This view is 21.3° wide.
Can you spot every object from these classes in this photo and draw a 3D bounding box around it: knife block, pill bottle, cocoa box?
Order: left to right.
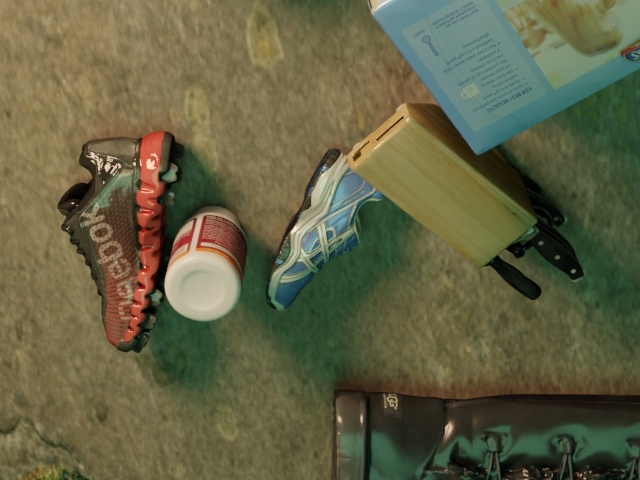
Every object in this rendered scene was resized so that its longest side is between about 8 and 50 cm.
[{"bbox_3d":[-0.127,0.021,1.928,0.086,0.152,0.086,1,117,2],"label":"pill bottle"},{"bbox_3d":[0.172,-0.033,1.845,0.088,0.276,0.242,-42,78,20],"label":"knife block"},{"bbox_3d":[0.231,-0.295,1.681,0.347,0.228,0.231,-28,130,16],"label":"cocoa box"}]

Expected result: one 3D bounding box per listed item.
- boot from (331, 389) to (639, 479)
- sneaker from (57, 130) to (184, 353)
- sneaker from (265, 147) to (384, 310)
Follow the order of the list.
[{"bbox_3d":[0.235,0.350,2.093,0.445,0.146,0.367,1,118,-2],"label":"boot"},{"bbox_3d":[-0.236,-0.001,1.954,0.135,0.097,0.276,7,115,-1],"label":"sneaker"},{"bbox_3d":[0.000,0.000,1.952,0.081,0.080,0.211,25,116,-6],"label":"sneaker"}]
